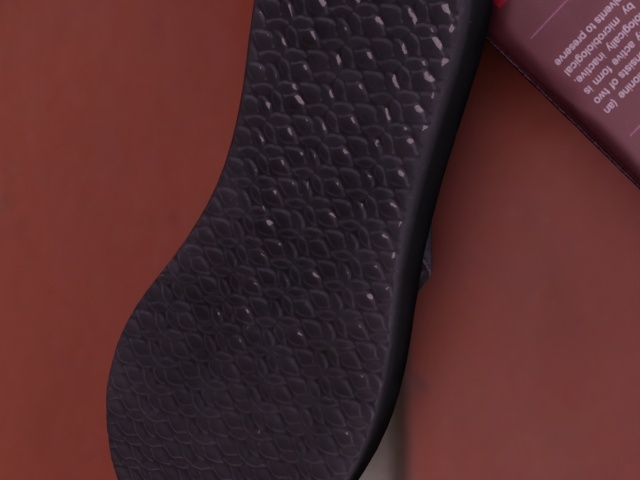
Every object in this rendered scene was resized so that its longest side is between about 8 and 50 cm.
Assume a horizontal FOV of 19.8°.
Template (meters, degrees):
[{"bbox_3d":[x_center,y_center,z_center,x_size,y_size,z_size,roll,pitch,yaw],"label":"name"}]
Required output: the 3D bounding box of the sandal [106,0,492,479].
[{"bbox_3d":[0.001,0.000,0.619,0.097,0.054,0.255,29,116,15],"label":"sandal"}]

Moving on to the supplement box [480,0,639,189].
[{"bbox_3d":[0.096,-0.118,0.600,0.130,0.073,0.239,-46,78,12],"label":"supplement box"}]
